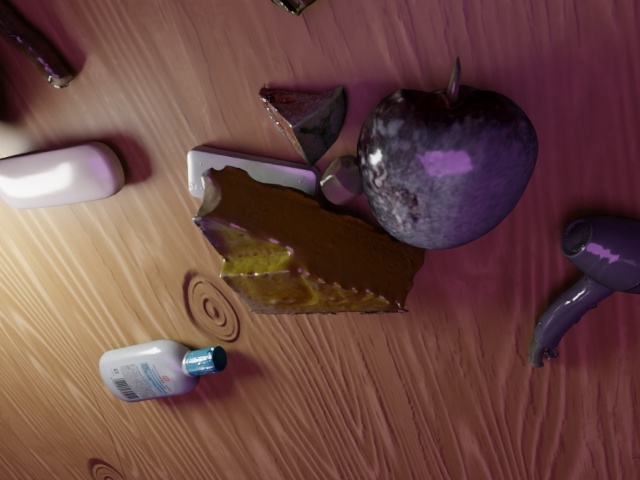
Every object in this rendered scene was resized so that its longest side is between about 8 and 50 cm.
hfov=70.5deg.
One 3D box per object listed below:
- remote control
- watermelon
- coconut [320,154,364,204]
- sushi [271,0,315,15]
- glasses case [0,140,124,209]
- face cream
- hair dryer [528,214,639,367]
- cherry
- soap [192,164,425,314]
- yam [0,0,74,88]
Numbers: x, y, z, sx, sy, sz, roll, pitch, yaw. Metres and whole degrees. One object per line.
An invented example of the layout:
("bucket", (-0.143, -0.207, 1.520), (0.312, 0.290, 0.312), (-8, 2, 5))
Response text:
("remote control", (-0.129, -0.111, 0.860), (0.250, 0.034, 0.103), (10, 121, 7))
("watermelon", (-0.043, -0.190, 0.759), (0.158, 0.121, 0.098), (9, 142, 13))
("coconut", (0.045, -0.109, 0.795), (0.083, 0.082, 0.081), (18, 144, -33))
("sushi", (0.037, -0.424, 0.597), (0.291, 0.131, 0.139), (-42, 103, 18))
("glasses case", (-0.537, -0.130, 0.922), (0.297, 0.075, 0.113), (-5, 116, 15))
("face cream", (-0.389, 0.320, 1.132), (0.337, 0.080, 0.163), (-16, 113, 20))
("hair dryer", (0.507, 0.125, 0.823), (0.301, 0.121, 0.361), (20, 131, -8))
("cherry", (0.182, -0.117, 0.683), (0.255, 0.218, 0.296), (2, 132, 8))
("soap", (0.000, 0.000, 0.778), (0.339, 0.169, 0.304), (-4, 145, 16))
("yam", (-0.544, -0.373, 0.802), (0.057, 0.057, 0.241), (-34, 107, 27))
